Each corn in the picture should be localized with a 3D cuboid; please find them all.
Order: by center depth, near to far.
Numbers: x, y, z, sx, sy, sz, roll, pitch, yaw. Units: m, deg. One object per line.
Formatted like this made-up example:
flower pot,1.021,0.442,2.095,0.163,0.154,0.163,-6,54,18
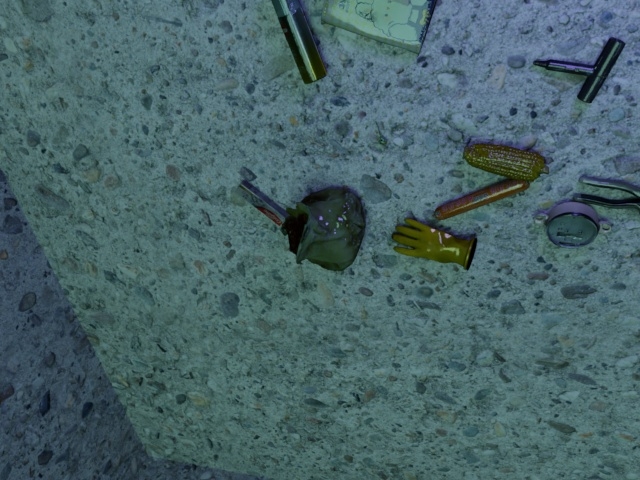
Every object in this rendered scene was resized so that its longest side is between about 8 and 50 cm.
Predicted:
corn,0.568,-0.244,1.686,0.262,0.097,0.097,16,127,13

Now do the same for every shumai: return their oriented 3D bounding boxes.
shumai,0.000,0.000,1.928,0.292,0.288,0.329,-3,114,16

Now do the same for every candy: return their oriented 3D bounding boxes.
candy,0.197,-0.352,1.802,0.023,0.025,0.083,-25,108,-14

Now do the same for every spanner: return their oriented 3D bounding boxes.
spanner,0.941,-0.127,1.654,0.325,0.040,0.095,12,126,15

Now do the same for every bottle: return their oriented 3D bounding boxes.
bottle,-0.066,-0.627,1.675,0.082,0.082,0.286,-10,118,27

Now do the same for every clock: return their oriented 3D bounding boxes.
clock,0.795,-0.043,1.738,0.229,0.063,0.155,11,135,17

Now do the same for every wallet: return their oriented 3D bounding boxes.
wallet,0.167,-0.674,1.557,0.310,0.077,0.223,19,129,5

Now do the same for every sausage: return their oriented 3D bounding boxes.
sausage,0.523,-0.138,1.798,0.348,0.053,0.053,-21,113,31

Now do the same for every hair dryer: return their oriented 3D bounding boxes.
hair dryer,0.695,-0.491,1.503,0.195,0.050,0.173,25,125,8

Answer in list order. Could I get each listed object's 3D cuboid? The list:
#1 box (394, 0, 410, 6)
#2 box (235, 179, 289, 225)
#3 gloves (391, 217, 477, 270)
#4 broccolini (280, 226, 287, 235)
box,0.209,-0.731,1.429,0.135,0.199,0.081,24,168,6
box,-0.222,-0.143,2.090,0.218,0.039,0.055,38,126,-7
gloves,0.390,0.008,1.937,0.294,0.116,0.133,16,100,21
broccolini,-0.051,-0.016,2.109,0.218,0.044,0.042,16,126,9
